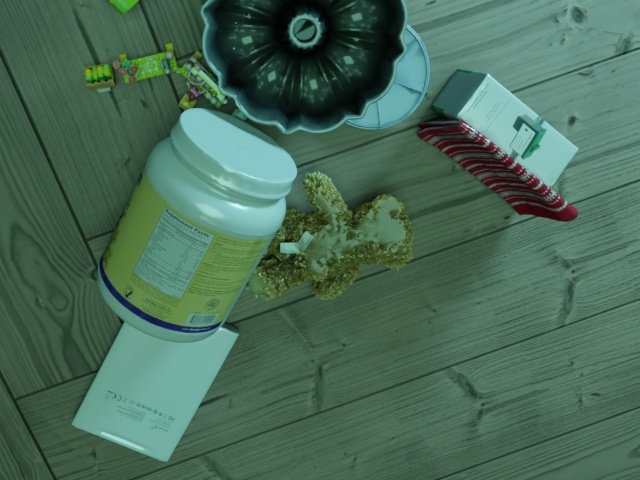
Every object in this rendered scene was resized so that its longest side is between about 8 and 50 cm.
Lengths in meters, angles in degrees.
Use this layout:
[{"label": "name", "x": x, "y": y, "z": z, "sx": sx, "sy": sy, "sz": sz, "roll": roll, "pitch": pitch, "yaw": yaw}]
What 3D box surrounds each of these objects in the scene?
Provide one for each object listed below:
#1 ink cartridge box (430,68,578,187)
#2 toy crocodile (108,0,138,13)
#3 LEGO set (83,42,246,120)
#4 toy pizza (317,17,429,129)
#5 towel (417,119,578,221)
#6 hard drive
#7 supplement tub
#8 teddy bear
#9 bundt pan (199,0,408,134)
[{"label": "ink cartridge box", "x": 0.321, "y": -0.198, "z": 1.349, "sx": 0.219, "sy": 0.160, "sz": 0.092, "roll": 34, "pitch": 98, "yaw": -17}, {"label": "toy crocodile", "x": -0.234, "y": -0.511, "z": 1.219, "sx": 0.115, "sy": 0.105, "sz": 0.340, "roll": 32, "pitch": 96, "yaw": -15}, {"label": "LEGO set", "x": -0.252, "y": -0.262, "z": 1.281, "sx": 0.287, "sy": 0.107, "sz": 0.132, "roll": 20, "pitch": 103, "yaw": -13}, {"label": "toy pizza", "x": 0.093, "y": -0.298, "z": 1.353, "sx": 0.201, "sy": 0.032, "sz": 0.201, "roll": -1, "pitch": 106, "yaw": -4}, {"label": "towel", "x": 0.308, "y": -0.122, "z": 1.350, "sx": 0.275, "sy": 0.199, "sz": 0.031, "roll": 35, "pitch": 88, "yaw": -16}, {"label": "hard drive", "x": -0.318, "y": 0.261, "z": 1.469, "sx": 0.203, "sy": 0.040, "sz": 0.307, "roll": 27, "pitch": 102, "yaw": -14}, {"label": "supplement tub", "x": -0.204, "y": -0.024, "z": 1.260, "sx": 0.241, "sy": 0.241, "sz": 0.331, "roll": 25, "pitch": 115, "yaw": -14}, {"label": "teddy bear", "x": 0.000, "y": 0.000, "z": 1.409, "sx": 0.338, "sy": 0.113, "sz": 0.245, "roll": -30, "pitch": 101, "yaw": 10}, {"label": "bundt pan", "x": -0.027, "y": -0.344, "z": 1.248, "sx": 0.331, "sy": 0.124, "sz": 0.330, "roll": -1, "pitch": 107, "yaw": -2}]
